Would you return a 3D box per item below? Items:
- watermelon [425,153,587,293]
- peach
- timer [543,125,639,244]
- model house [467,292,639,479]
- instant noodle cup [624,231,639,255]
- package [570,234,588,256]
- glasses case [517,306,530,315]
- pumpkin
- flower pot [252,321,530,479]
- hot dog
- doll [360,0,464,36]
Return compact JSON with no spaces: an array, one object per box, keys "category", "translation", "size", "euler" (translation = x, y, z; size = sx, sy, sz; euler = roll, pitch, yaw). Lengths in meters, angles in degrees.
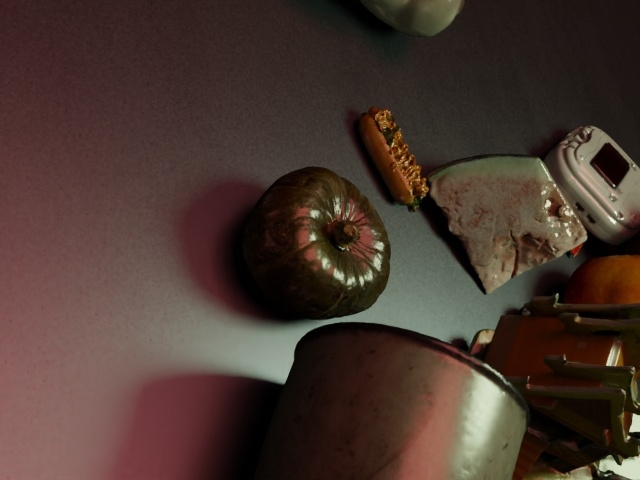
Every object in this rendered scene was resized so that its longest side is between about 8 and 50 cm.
[{"category":"watermelon","translation":[0.329,-0.048,1.374],"size":[0.310,0.193,0.231],"euler":[35,29,-48]},{"category":"peach","translation":[0.553,0.129,1.405],"size":[0.244,0.199,0.243],"euler":[8,50,-10]},{"category":"timer","translation":[0.583,-0.122,1.623],"size":[0.237,0.087,0.262],"euler":[49,42,2]},{"category":"model house","translation":[0.390,0.245,1.074],"size":[0.358,0.313,0.242],"euler":[31,61,0]},{"category":"instant noodle cup","translation":[0.711,0.018,1.562],"size":[0.193,0.212,0.193],"euler":[0,85,-2]},{"category":"package","translation":[0.454,-0.063,1.552],"size":[0.200,0.022,0.083],"euler":[49,46,-6]},{"category":"glasses case","translation":[0.375,0.225,1.303],"size":[0.103,0.067,0.266],"euler":[22,55,-23]},{"category":"pumpkin","translation":[0.000,0.000,1.063],"size":[0.219,0.162,0.218],"euler":[15,63,-33]},{"category":"flower pot","translation":[0.051,0.302,0.873],"size":[0.294,0.294,0.330],"euler":[36,57,-18]},{"category":"hot dog","translation":[0.124,-0.138,1.305],"size":[0.072,0.055,0.188],"euler":[-23,82,-45]},{"category":"doll","translation":[0.111,-0.500,1.382],"size":[0.371,0.226,0.214],"euler":[15,93,-37]}]
